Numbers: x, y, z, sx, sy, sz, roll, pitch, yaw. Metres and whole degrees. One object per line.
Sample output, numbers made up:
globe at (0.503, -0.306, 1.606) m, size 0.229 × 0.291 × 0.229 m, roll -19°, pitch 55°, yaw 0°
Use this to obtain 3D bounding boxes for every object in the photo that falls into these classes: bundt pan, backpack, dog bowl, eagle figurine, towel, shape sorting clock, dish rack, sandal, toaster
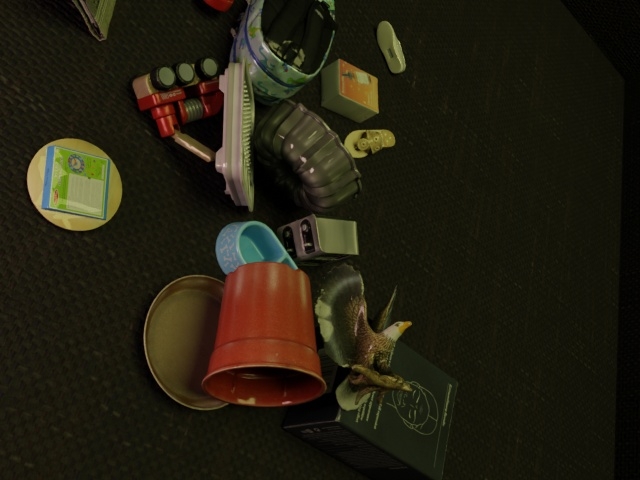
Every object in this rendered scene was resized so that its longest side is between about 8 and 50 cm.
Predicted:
bundt pan at (-0.051, -0.199, 1.889) m, size 0.124 × 0.330 × 0.331 m, roll -44°, pitch 108°, yaw -17°
backpack at (-0.108, -0.545, 2.005) m, size 0.290 × 0.273 × 0.356 m, roll 37°, pitch 29°, yaw -30°
dog bowl at (-0.142, 0.078, 1.852) m, size 0.297 × 0.074 × 0.166 m, roll 56°, pitch 46°, yaw -12°
eagle figurine at (0.115, 0.227, 1.698) m, size 0.298 × 0.225 × 0.226 m, roll -110°, pitch -171°, yaw -45°
towel at (-0.532, -0.676, 1.654) m, size 0.056 × 0.312 × 0.325 m, roll 3°, pitch 67°, yaw 4°
shape sorting clock at (-0.532, -0.121, 1.575) m, size 0.206 × 0.040 × 0.206 m, roll 13°, pitch 70°, yaw -40°
dish rack at (-0.210, -0.259, 1.812) m, size 0.072 × 0.285 × 0.333 m, roll 0°, pitch 74°, yaw 1°
sandal at (0.174, -0.323, 2.293) m, size 0.240 × 0.079 × 0.088 m, roll -18°, pitch 88°, yaw -45°
toaster at (0.000, 0.000, 1.952) m, size 0.185 × 0.168 × 0.110 m, roll 4°, pitch 75°, yaw -42°

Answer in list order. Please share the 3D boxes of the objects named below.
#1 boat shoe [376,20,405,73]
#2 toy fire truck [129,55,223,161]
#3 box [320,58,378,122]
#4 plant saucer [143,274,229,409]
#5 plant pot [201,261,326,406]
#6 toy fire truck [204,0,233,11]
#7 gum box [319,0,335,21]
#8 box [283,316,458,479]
boat shoe at (0.251, -0.668, 2.507) m, size 0.063 × 0.066 × 0.184 m, roll -24°, pitch 90°, yaw -59°
toy fire truck at (-0.318, -0.315, 1.788) m, size 0.217 × 0.158 × 0.247 m, roll -28°, pitch 106°, yaw -46°
box at (0.090, -0.464, 2.257) m, size 0.170 × 0.091 × 0.130 m, roll 16°, pitch 65°, yaw -40°
plant saucer at (-0.280, 0.237, 1.680) m, size 0.310 × 0.050 × 0.311 m, roll 18°, pitch 63°, yaw -38°
plant pot at (-0.122, 0.208, 1.641) m, size 0.272 × 0.272 × 0.265 m, roll 25°, pitch 52°, yaw -35°
toy fire truck at (-0.320, -0.781, 1.952) m, size 0.302 × 0.169 × 0.254 m, roll 17°, pitch 38°, yaw -34°
gum box at (-0.035, -0.769, 2.283) m, size 0.184 × 0.041 × 0.157 m, roll 12°, pitch 67°, yaw -42°
box at (0.142, 0.427, 1.897) m, size 0.395 × 0.212 × 0.294 m, roll 37°, pitch 52°, yaw -27°
